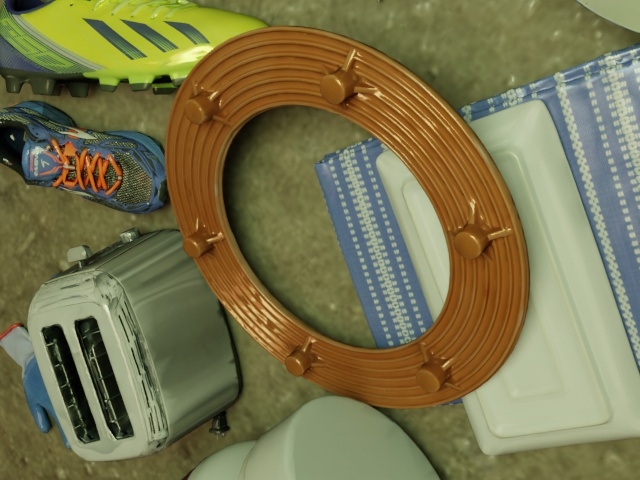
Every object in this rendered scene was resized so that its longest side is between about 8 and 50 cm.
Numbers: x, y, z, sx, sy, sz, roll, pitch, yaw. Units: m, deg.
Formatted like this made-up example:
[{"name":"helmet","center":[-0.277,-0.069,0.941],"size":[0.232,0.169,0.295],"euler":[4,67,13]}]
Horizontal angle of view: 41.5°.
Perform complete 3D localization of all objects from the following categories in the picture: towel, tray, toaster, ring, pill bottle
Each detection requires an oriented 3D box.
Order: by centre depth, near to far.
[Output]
[{"name":"tray","center":[0.144,0.042,0.647],"size":[0.145,0.030,0.270],"euler":[-17,98,31]},{"name":"towel","center":[0.175,-0.002,0.656],"size":[0.336,0.040,0.243],"euler":[-16,98,30]},{"name":"ring","center":[0.000,0.000,0.663],"size":[0.337,0.032,0.336],"euler":[21,130,28]},{"name":"pill bottle","center":[-0.078,0.318,0.748],"size":[0.224,0.224,0.392],"euler":[50,118,7]},{"name":"toaster","center":[-0.169,0.106,0.783],"size":[0.129,0.146,0.227],"euler":[-12,97,29]}]

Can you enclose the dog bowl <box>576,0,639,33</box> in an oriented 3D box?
[{"name":"dog bowl","center":[0.231,-0.249,0.465],"size":[0.265,0.104,0.265],"euler":[22,136,22]}]

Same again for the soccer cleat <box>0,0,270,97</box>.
[{"name":"soccer cleat","center":[-0.173,-0.189,0.743],"size":[0.289,0.093,0.121],"euler":[3,98,25]}]

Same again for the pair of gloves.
[{"name":"pair of gloves","center":[-0.270,0.129,0.910],"size":[0.198,0.023,0.159],"euler":[-40,84,29]}]

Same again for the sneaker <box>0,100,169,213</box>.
[{"name":"sneaker","center":[-0.240,-0.073,0.806],"size":[0.221,0.087,0.083],"euler":[17,111,22]}]
